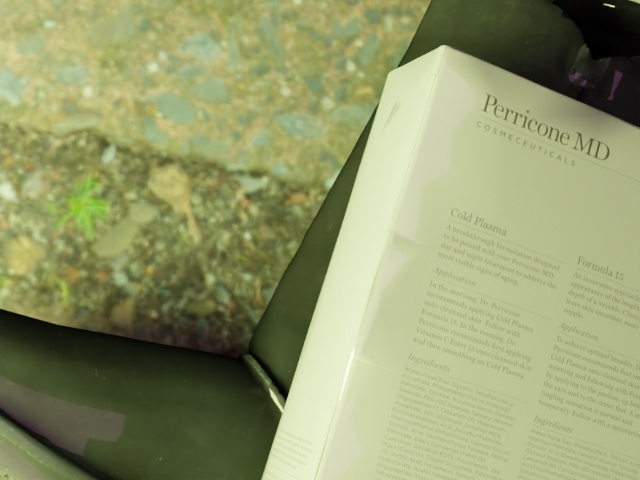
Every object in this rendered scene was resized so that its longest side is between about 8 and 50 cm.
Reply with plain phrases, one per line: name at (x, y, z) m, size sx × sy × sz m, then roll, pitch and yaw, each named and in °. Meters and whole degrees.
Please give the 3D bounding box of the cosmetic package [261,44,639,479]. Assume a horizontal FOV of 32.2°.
cosmetic package at (0.180, 0.088, 0.664) m, size 0.377 × 0.097 × 0.284 m, roll 20°, pitch 83°, yaw -16°

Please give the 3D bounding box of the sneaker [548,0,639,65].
sneaker at (0.286, -0.097, 0.821) m, size 0.283 × 0.107 × 0.124 m, roll 24°, pitch 96°, yaw 1°

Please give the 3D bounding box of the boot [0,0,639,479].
boot at (0.002, 0.001, 0.723) m, size 0.367 × 0.146 × 0.445 m, roll 36°, pitch 81°, yaw -15°
